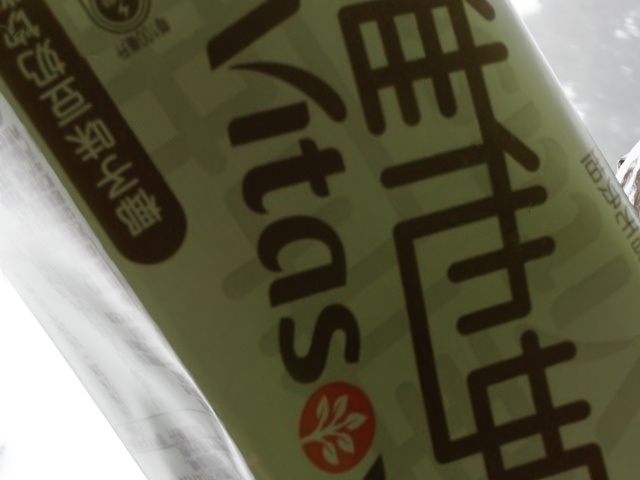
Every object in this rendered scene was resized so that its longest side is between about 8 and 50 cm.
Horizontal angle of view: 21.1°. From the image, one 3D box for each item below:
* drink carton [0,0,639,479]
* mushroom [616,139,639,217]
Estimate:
[{"bbox_3d":[0.000,0.000,0.651,0.194,0.132,0.324,-36,-80,-23],"label":"drink carton"},{"bbox_3d":[0.286,0.017,0.851,0.345,0.260,0.345,7,-101,-43],"label":"mushroom"}]
